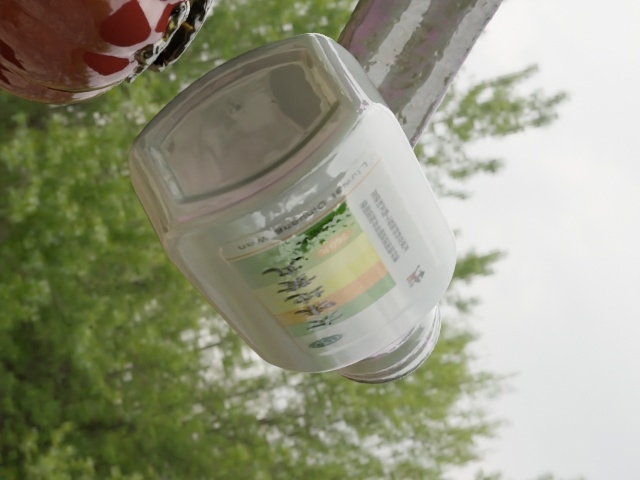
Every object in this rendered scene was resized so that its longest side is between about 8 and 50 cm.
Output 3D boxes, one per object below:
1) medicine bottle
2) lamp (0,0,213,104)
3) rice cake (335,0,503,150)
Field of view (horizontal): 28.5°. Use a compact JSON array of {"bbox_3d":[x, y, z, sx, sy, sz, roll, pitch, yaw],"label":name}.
[{"bbox_3d":[0.000,0.000,0.933,0.124,0.179,0.324,58,1,32],"label":"medicine bottle"},{"bbox_3d":[-0.182,-0.211,0.905,0.227,0.227,0.227,165,-90,-76],"label":"lamp"},{"bbox_3d":[0.092,-0.197,1.032,0.298,0.106,0.050,-58,-162,4],"label":"rice cake"}]
